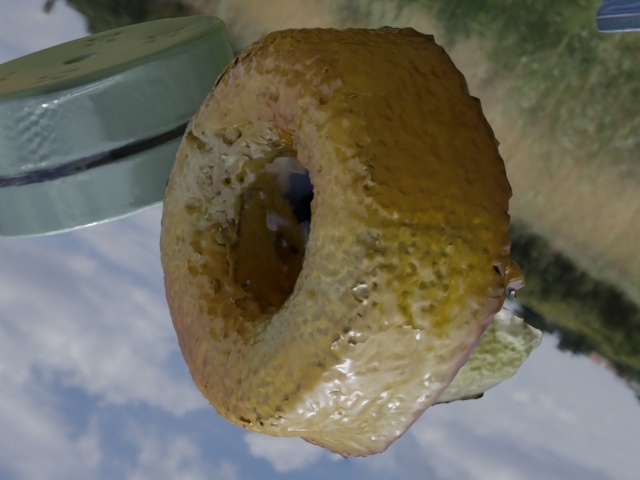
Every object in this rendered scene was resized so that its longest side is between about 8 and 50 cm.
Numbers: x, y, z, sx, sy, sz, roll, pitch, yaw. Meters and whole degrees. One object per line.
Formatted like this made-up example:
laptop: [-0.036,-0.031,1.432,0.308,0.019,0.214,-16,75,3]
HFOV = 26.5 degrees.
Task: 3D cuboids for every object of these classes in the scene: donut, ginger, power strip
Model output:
donut: [0.001,-0.001,0.776,0.118,0.253,0.253,1,-156,-34]
ginger: [0.099,0.086,1.245,0.193,0.115,0.122,10,-168,-26]
power strip: [-0.257,-0.127,1.525,0.358,0.161,0.357,-13,-162,4]

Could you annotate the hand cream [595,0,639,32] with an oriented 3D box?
hand cream: [0.310,-0.301,1.273,0.088,0.256,0.055,0,153,20]
